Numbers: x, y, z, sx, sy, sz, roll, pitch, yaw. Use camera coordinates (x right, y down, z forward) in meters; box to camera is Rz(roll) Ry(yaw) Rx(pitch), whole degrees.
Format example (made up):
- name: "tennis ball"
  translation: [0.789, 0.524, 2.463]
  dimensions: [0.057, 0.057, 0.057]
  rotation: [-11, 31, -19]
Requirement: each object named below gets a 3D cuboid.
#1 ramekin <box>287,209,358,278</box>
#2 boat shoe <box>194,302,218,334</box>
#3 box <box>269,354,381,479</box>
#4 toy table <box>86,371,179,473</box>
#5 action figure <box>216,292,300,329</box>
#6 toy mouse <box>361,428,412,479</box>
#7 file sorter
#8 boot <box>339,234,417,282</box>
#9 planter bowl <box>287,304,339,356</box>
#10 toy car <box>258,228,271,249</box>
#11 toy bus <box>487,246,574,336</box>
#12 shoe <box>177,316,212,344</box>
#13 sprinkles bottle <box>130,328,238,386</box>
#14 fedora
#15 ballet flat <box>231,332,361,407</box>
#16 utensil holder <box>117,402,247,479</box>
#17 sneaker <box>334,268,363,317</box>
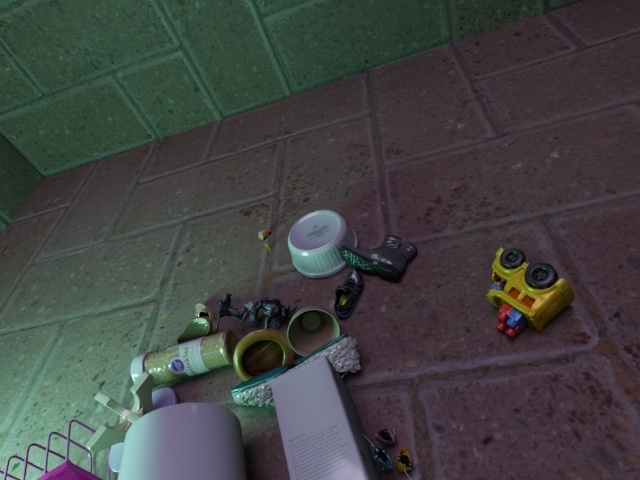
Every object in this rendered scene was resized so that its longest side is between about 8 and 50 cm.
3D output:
- name: "ramekin"
  translation: [0.000, 0.000, 1.649]
  dimensions: [0.272, 0.127, 0.273]
  rotation: [-14, 43, 13]
- name: "boat shoe"
  translation: [-0.438, 0.283, 1.634]
  dimensions: [0.063, 0.059, 0.170]
  rotation: [-38, 43, -13]
- name: "box"
  translation: [0.020, 0.503, 1.067]
  dimensions: [0.168, 0.215, 0.345]
  rotation: [-25, 41, 2]
- name: "toy table"
  translation: [-0.583, 0.561, 1.353]
  dimensions: [0.252, 0.161, 0.274]
  rotation: [0, 47, 26]
- name: "action figure"
  translation: [-0.216, 0.261, 1.489]
  dimensions: [0.275, 0.141, 0.164]
  rotation: [9, 9, -16]
- name: "toy mouse"
  translation: [0.157, 0.516, 1.070]
  dimensions: [0.031, 0.143, 0.161]
  rotation: [-60, 8, 21]
- name: "file sorter"
  translation: [-0.804, 0.707, 1.289]
  dimensions: [0.290, 0.202, 0.182]
  rotation: [-31, 39, -5]
- name: "boot"
  translation: [0.204, 0.041, 1.536]
  dimensions: [0.246, 0.084, 0.161]
  rotation: [23, 56, 22]
- name: "planter bowl"
  translation: [-0.025, 0.274, 1.383]
  dimensions: [0.162, 0.162, 0.109]
  rotation: [-25, 15, 1]
- name: "toy car"
  translation: [-0.227, -0.015, 1.842]
  dimensions: [0.060, 0.041, 0.122]
  rotation: [-35, 42, -10]
- name: "toy bus"
  translation: [0.552, 0.156, 1.225]
  dimensions: [0.211, 0.149, 0.220]
  rotation: [-48, 42, -1]
- name: "shoe"
  translation: [-0.441, 0.315, 1.546]
  dimensions: [0.219, 0.077, 0.058]
  rotation: [-37, 6, 38]
- name: "sprinkles bottle"
  translation: [-0.457, 0.404, 1.476]
  dimensions: [0.355, 0.121, 0.121]
  rotation: [-18, 42, 9]
- name: "fedora"
  translation: [-0.180, 0.365, 1.383]
  dimensions: [0.194, 0.194, 0.079]
  rotation: [-28, 5, -2]
- name: "ballet flat"
  translation: [-0.064, 0.412, 1.271]
  dimensions: [0.408, 0.147, 0.147]
  rotation: [-26, 42, 1]
- name: "utensil holder"
  translation: [-0.326, 0.638, 1.027]
  dimensions: [0.327, 0.328, 0.386]
  rotation: [-24, 41, 3]
- name: "sneaker"
  translation: [0.095, 0.170, 1.468]
  dimensions: [0.067, 0.078, 0.188]
  rotation: [4, 49, 29]
